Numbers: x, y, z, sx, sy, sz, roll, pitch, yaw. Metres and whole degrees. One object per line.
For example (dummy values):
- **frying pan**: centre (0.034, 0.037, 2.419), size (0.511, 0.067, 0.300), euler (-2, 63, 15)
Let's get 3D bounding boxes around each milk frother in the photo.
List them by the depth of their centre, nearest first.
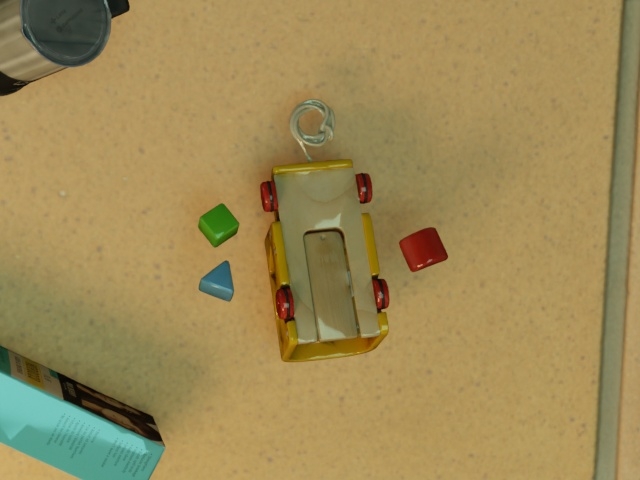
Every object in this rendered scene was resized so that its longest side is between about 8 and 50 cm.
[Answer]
- **milk frother**: centre (-0.247, -0.209, 1.375), size (0.143, 0.134, 0.129), euler (54, 56, -19)

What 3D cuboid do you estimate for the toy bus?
- **toy bus**: centre (-0.004, 0.012, 1.488), size (0.191, 0.104, 0.202), euler (38, 71, 4)

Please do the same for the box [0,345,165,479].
- **box**: centre (-0.262, 0.144, 1.460), size (0.244, 0.100, 0.060), euler (27, 93, -16)
